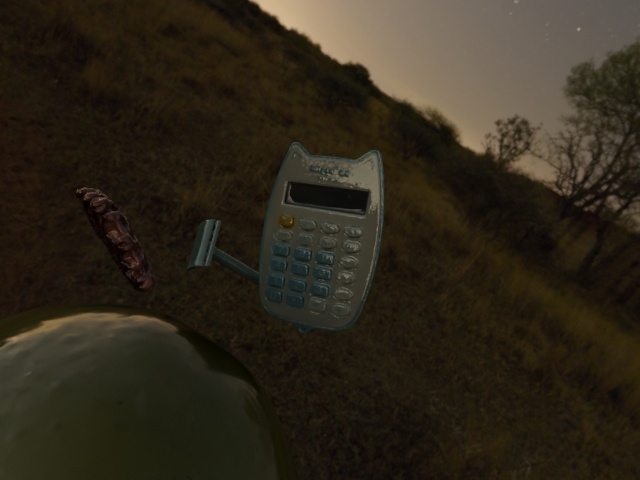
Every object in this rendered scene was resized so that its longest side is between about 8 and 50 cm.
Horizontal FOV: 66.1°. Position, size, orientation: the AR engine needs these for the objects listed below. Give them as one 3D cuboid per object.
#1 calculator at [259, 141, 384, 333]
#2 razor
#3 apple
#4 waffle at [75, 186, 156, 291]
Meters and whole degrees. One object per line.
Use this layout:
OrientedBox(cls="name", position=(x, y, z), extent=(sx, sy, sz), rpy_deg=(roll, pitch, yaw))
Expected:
OrientedBox(cls="calculator", position=(0.000, 0.000, 1.008), extent=(0.256, 0.386, 0.054), rpy_deg=(10, -4, 21))
OrientedBox(cls="razor", position=(-0.164, 0.057, 1.024), extent=(0.232, 0.068, 0.106), rpy_deg=(35, 51, -39))
OrientedBox(cls="apple", position=(-0.239, 0.284, 0.479), extent=(0.474, 0.473, 0.473), rpy_deg=(32, 16, -10))
OrientedBox(cls="waffle", position=(-0.366, 0.000, 0.892), extent=(0.221, 0.055, 0.234), rpy_deg=(63, -21, -13))
